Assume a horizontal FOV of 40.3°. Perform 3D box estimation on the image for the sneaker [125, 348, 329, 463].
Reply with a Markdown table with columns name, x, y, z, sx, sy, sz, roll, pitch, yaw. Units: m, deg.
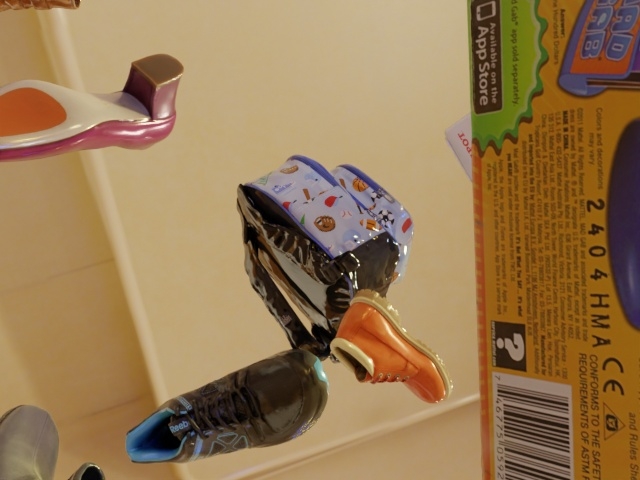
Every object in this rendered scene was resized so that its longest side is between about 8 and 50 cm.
| name | x | y | z | sx | sy | sz | roll | pitch | yaw |
| --- | --- | --- | --- | --- | --- | --- | --- | --- | --- |
| sneaker | -0.136 | 0.260 | 1.268 | 0.341 | 0.139 | 0.125 | -30 | -106 | 29 |

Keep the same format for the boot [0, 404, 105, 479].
| name | x | y | z | sx | sy | sz | roll | pitch | yaw |
| --- | --- | --- | --- | --- | --- | --- | --- | --- | --- |
| boot | -0.243 | 0.230 | 0.768 | 0.083 | 0.161 | 0.246 | 46 | 29 | -29 |

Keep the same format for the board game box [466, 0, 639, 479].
| name | x | y | z | sx | sy | sz | roll | pitch | yaw |
| --- | --- | --- | --- | --- | --- | --- | --- | --- | --- |
| board game box | 0.340 | 0.004 | 0.506 | 0.356 | 0.356 | 0.357 | 0 | -88 | 58 |

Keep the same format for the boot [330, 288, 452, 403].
| name | x | y | z | sx | sy | sz | roll | pitch | yaw |
| --- | --- | --- | --- | --- | --- | --- | --- | --- | --- |
| boot | 0.075 | 0.136 | 0.941 | 0.158 | 0.085 | 0.059 | 45 | -37 | -14 |

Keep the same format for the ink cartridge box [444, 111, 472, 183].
| name | x | y | z | sx | sy | sz | roll | pitch | yaw |
| --- | --- | --- | --- | --- | --- | --- | --- | --- | --- |
| ink cartridge box | 0.314 | -0.153 | 1.262 | 0.219 | 0.092 | 0.160 | -34 | -98 | 37 |

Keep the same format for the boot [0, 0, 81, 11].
| name | x | y | z | sx | sy | sz | roll | pitch | yaw |
| --- | --- | --- | --- | --- | --- | --- | --- | --- | --- |
| boot | -0.279 | -0.211 | 0.740 | 0.073 | 0.152 | 0.197 | -84 | -174 | -62 |

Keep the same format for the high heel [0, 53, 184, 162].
| name | x | y | z | sx | sy | sz | roll | pitch | yaw |
| --- | --- | --- | --- | --- | --- | --- | --- | --- | --- |
| high heel | -0.358 | -0.147 | 1.272 | 0.127 | 0.377 | 0.181 | 49 | -42 | 19 |

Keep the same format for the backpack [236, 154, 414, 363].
| name | x | y | z | sx | sy | sz | roll | pitch | yaw |
| --- | --- | --- | --- | --- | --- | --- | --- | --- | --- |
| backpack | 0.000 | 0.000 | 1.305 | 0.263 | 0.213 | 0.276 | 40 | -32 | 21 |
